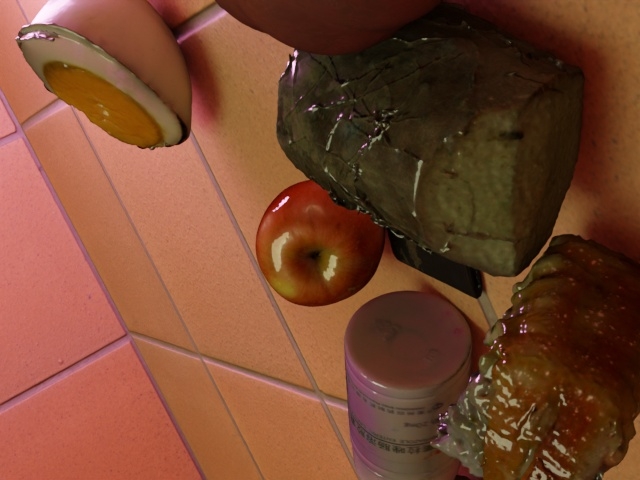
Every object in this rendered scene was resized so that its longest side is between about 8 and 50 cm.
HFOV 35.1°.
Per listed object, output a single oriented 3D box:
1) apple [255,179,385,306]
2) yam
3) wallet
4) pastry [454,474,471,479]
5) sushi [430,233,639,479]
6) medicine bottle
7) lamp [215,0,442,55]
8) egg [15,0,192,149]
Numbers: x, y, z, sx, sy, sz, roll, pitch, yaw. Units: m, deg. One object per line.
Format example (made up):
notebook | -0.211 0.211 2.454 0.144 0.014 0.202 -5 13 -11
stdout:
apple | 0.000 0.000 1.234 0.139 0.163 0.163 -77 -32 -66
yam | 0.095 -0.094 0.884 0.271 0.201 0.202 30 144 42
wallet | 0.127 0.011 1.161 0.156 0.018 0.082 29 143 53
pastry | 0.187 0.457 1.411 0.356 0.164 0.356 41 154 26
sushi | 0.193 0.118 0.836 0.139 0.274 0.184 30 129 14
medicine bottle | 0.108 0.199 1.258 0.152 0.152 0.254 43 152 36
lamp | -0.013 -0.292 0.760 0.305 0.239 0.305 23 119 50
egg | -0.292 -0.275 1.525 0.286 0.174 0.264 37 159 -15
